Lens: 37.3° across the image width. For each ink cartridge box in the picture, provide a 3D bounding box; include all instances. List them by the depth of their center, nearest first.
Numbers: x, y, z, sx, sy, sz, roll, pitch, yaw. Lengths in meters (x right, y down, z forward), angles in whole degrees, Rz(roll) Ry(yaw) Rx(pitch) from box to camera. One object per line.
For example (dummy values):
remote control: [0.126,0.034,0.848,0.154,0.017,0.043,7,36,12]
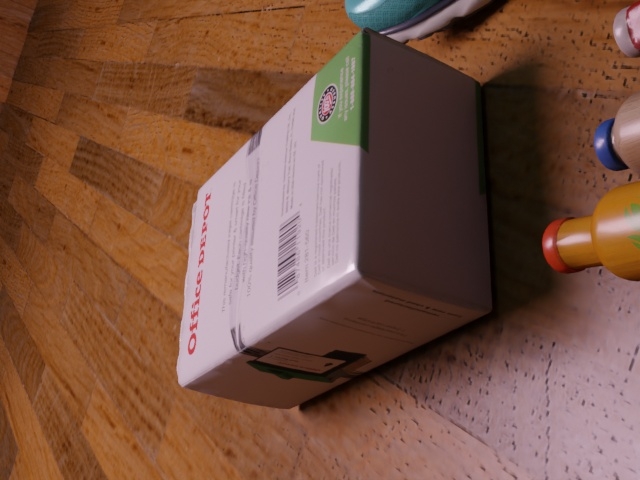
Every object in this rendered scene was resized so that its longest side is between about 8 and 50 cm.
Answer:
ink cartridge box: [0.000,0.000,0.600,0.219,0.092,0.160,-36,44,50]

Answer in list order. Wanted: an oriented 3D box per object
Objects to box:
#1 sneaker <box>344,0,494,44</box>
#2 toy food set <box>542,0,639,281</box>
sneaker: [0.089,-0.226,0.548,0.275,0.110,0.107,-45,38,44]
toy food set: [0.127,-0.105,0.386,0.104,0.111,0.232,-15,93,59]
